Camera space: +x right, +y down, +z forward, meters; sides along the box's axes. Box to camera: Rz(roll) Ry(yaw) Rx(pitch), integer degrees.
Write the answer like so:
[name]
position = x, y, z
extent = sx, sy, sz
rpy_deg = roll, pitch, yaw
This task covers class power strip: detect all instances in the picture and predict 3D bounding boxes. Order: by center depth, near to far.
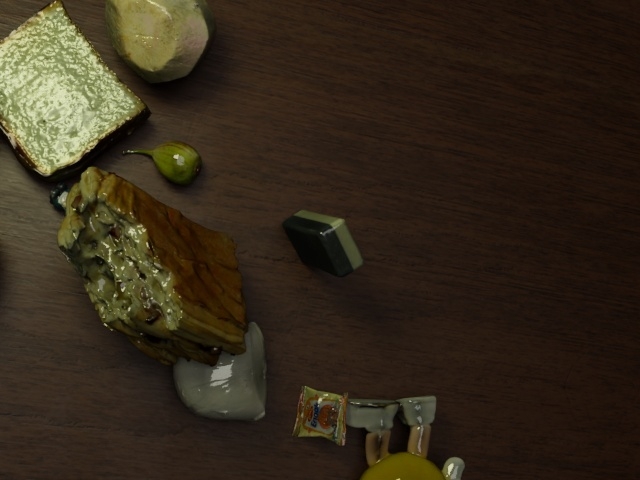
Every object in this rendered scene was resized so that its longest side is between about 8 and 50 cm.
[power strip]
position = 0.000, 0.000, 1.556
extent = 0.070, 0.256, 0.105
rpy_deg = -30, 106, -16

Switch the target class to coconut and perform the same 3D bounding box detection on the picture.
[coconut]
position = -0.326, -0.442, 1.555
extent = 0.237, 0.237, 0.197
rpy_deg = 41, 113, -6

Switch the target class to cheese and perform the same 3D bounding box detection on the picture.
[cheese]
position = -0.197, 0.264, 1.508
extent = 0.188, 0.154, 0.198
rpy_deg = -3, 82, -11

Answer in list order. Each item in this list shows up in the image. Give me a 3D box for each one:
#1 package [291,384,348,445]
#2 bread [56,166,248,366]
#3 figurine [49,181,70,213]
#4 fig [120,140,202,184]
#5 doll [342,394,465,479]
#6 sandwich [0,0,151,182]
[package]
position = 0.002, 0.363, 1.586
extent = 0.120, 0.031, 0.108
rpy_deg = 2, 75, 29
[bread]
position = -0.322, 0.069, 1.409
extent = 0.370, 0.191, 0.314
rpy_deg = 31, 32, -34
[figurine]
position = -0.468, -0.058, 1.524
extent = 0.149, 0.087, 0.086
rpy_deg = 25, 36, 2
[fig]
position = -0.326, -0.178, 1.578
extent = 0.166, 0.093, 0.093
rpy_deg = 28, 75, -9
[doll]
position = 0.149, 0.514, 1.572
extent = 0.348, 0.161, 0.423
rpy_deg = 20, 76, 11
[sandwich]
position = -0.534, -0.285, 1.529
extent = 0.271, 0.099, 0.301
rpy_deg = -40, 91, -12
